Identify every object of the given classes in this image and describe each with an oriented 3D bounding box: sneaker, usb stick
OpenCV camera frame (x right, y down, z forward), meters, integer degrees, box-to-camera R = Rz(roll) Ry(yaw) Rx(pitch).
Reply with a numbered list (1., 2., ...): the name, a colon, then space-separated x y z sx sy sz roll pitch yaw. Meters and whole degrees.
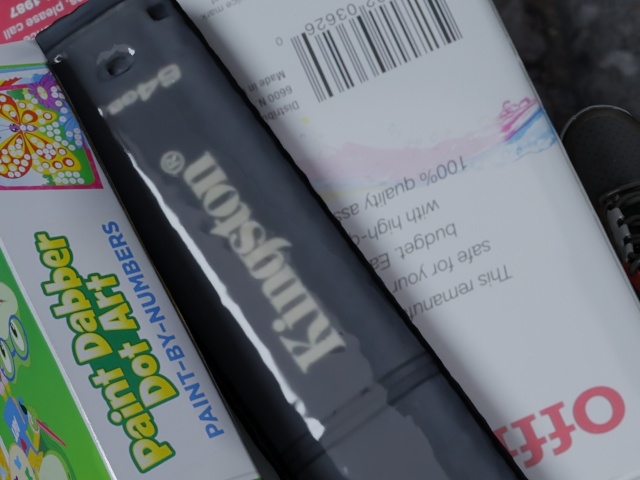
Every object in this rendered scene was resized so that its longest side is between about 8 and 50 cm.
1. sneaker: 0.158 0.003 0.579 0.061 0.065 0.158 -21 78 3
2. usb stick: -0.019 0.020 0.476 0.077 0.045 0.278 -36 77 2

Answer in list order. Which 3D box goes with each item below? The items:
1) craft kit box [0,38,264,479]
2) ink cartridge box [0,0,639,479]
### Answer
1. craft kit box: -0.115 0.093 0.502 0.061 0.250 0.246 -19 66 -35
2. ink cartridge box: 0.000 0.000 0.566 0.226 0.131 0.306 -23 80 4
